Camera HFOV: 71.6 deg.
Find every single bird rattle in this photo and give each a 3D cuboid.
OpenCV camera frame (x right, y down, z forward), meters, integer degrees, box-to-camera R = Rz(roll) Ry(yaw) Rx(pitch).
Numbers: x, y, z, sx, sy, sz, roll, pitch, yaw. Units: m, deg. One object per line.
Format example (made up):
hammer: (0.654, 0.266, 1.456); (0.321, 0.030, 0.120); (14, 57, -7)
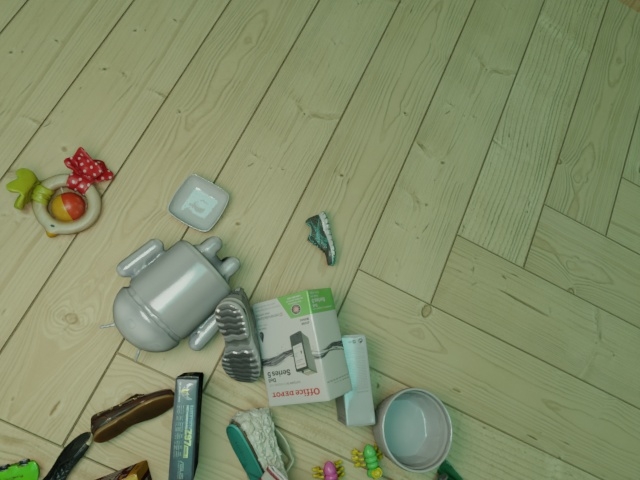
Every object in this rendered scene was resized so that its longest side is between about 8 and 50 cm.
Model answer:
bird rattle: (-0.682, -0.120, 1.199); (0.253, 0.143, 0.207); (-23, 94, -28)

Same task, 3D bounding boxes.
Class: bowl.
bowl: (-0.346, -0.100, 1.270); (0.142, 0.053, 0.142); (30, 73, -3)

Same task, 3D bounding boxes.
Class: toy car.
toy car: (-0.772, 0.563, 1.033); (0.225, 0.053, 0.239); (-9, 80, -13)

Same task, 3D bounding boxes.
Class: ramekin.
ramekin: (0.238, 0.508, 1.201); (0.207, 0.109, 0.207); (6, 68, -16)

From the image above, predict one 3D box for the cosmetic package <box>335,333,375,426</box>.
cosmetic package: (0.083, 0.376, 1.211); (0.085, 0.117, 0.231); (-2, 76, -11)

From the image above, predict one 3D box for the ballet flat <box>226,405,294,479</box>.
ballet flat: (-0.104, 0.612, 1.119); (0.147, 0.147, 0.409); (-20, 83, -15)

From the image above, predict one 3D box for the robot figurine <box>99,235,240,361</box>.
robot figurine: (-0.370, 0.140, 1.133); (0.353, 0.200, 0.300); (-43, 99, -17)

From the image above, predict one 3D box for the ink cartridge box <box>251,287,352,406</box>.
ink cartridge box: (-0.051, 0.278, 1.158); (0.115, 0.198, 0.273); (4, 71, -55)

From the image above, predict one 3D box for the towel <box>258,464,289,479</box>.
towel: (-0.109, 0.721, 1.028); (0.237, 0.037, 0.329); (34, 101, 20)

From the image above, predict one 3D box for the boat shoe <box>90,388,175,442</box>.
boat shoe: (-0.471, 0.422, 1.116); (0.207, 0.073, 0.073); (-20, 41, -21)

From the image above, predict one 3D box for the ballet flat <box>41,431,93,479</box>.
ballet flat: (-0.614, 0.545, 1.079); (0.173, 0.057, 0.049); (-55, 132, -16)

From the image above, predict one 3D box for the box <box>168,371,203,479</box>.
box: (-0.324, 0.445, 1.080); (0.059, 0.183, 0.233); (2, 76, -10)

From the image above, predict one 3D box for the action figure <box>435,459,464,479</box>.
action figure: (0.409, 0.738, 1.222); (0.232, 0.063, 0.137); (39, 70, -4)

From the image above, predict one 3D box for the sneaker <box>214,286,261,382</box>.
sneaker: (-0.195, 0.249, 1.150); (0.105, 0.115, 0.281); (5, 120, 9)

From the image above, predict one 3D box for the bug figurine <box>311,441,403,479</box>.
bug figurine: (0.098, 0.667, 1.169); (0.279, 0.072, 0.216); (-15, 80, -14)

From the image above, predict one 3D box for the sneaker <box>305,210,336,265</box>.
sneaker: (0.000, 0.000, 1.319); (0.076, 0.065, 0.166); (-15, 77, 3)

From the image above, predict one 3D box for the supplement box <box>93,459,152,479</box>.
supplement box: (-0.485, 0.656, 1.027); (0.191, 0.129, 0.194); (-17, 81, -14)
